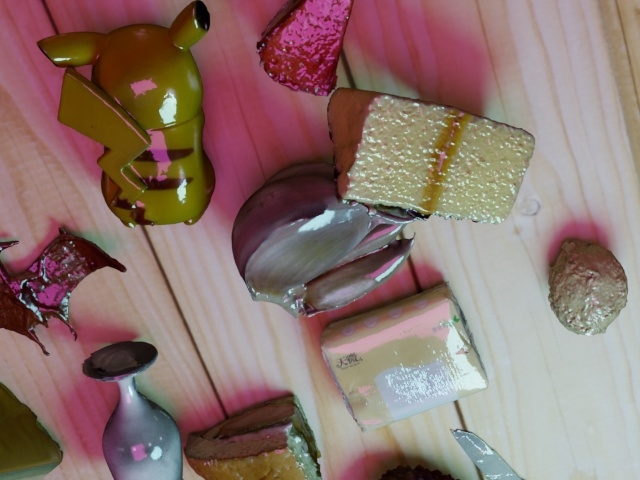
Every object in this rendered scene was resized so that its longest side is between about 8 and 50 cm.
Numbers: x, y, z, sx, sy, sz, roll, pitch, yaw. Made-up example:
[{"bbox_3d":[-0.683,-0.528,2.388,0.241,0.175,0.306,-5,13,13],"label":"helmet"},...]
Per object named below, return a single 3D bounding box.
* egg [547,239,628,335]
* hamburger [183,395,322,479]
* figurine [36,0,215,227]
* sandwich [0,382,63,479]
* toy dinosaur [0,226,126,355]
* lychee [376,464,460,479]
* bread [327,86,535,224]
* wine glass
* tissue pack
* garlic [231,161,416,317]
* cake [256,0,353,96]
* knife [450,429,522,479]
[{"bbox_3d":[0.396,0.072,1.584,0.118,0.116,0.140,6,85,9],"label":"egg"},{"bbox_3d":[-0.108,0.354,1.693,0.207,0.135,0.155,-15,111,6],"label":"hamburger"},{"bbox_3d":[-0.243,-0.164,1.430,0.218,0.169,0.327,-6,116,-4],"label":"figurine"},{"bbox_3d":[-0.528,0.349,1.644,0.155,0.198,0.227,-37,110,14],"label":"sandwich"},{"bbox_3d":[-0.436,0.094,1.578,0.327,0.113,0.207,-5,115,-1],"label":"toy dinosaur"},{"bbox_3d":[0.172,0.488,1.714,0.271,0.271,0.271,0,115,-1],"label":"lychee"},{"bbox_3d":[0.146,-0.128,1.422,0.266,0.178,0.142,9,135,-28],"label":"bread"},{"bbox_3d":[-0.287,0.284,1.662,0.126,0.126,0.241,-7,113,2],"label":"wine glass"},{"bbox_3d":[0.129,0.182,1.641,0.222,0.090,0.186,-21,111,8],"label":"tissue pack"},{"bbox_3d":[0.000,0.000,1.496,0.237,0.210,0.292,41,116,-11],"label":"garlic"},{"bbox_3d":[-0.017,-0.312,1.411,0.116,0.086,0.220,9,115,-8],"label":"cake"},{"bbox_3d":[0.319,0.408,1.791,0.047,0.017,0.298,-38,111,21],"label":"knife"}]
